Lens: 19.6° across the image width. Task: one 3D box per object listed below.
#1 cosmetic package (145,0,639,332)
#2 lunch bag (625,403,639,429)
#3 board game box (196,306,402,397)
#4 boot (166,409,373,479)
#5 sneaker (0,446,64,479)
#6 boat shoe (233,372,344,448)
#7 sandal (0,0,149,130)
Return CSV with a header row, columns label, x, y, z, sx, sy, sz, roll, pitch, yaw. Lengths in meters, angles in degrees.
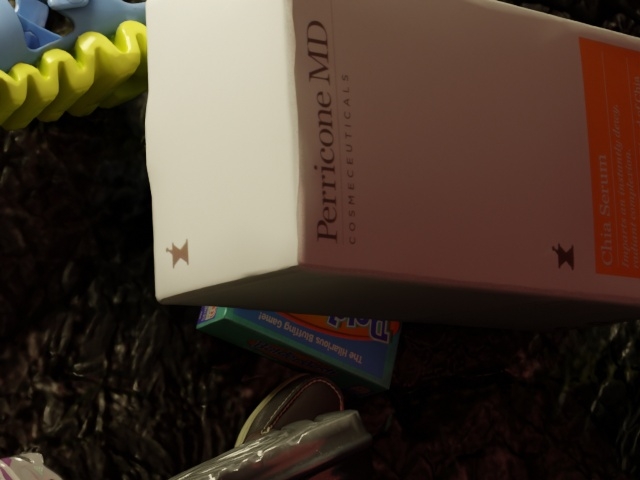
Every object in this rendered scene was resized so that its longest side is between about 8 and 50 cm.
label,x,y,z,sx,sy,sz,roll,pitch,yaw
cosmetic package,0.091,-0.059,1.421,0.453,0.161,0.230,6,77,-43
lunch bag,0.378,0.120,1.601,0.223,0.160,0.262,-54,130,-32
board game box,0.000,0.000,1.483,0.160,0.047,0.210,24,64,-27
boot,-0.041,0.379,1.211,0.367,0.146,0.445,-28,88,5
sneaker,-0.193,0.192,1.304,0.069,0.038,0.098,-20,88,-35
boat shoe,-0.035,0.190,1.388,0.080,0.073,0.223,44,58,-16
sandal,-0.244,-0.146,1.329,0.317,0.126,0.138,-19,84,-44
